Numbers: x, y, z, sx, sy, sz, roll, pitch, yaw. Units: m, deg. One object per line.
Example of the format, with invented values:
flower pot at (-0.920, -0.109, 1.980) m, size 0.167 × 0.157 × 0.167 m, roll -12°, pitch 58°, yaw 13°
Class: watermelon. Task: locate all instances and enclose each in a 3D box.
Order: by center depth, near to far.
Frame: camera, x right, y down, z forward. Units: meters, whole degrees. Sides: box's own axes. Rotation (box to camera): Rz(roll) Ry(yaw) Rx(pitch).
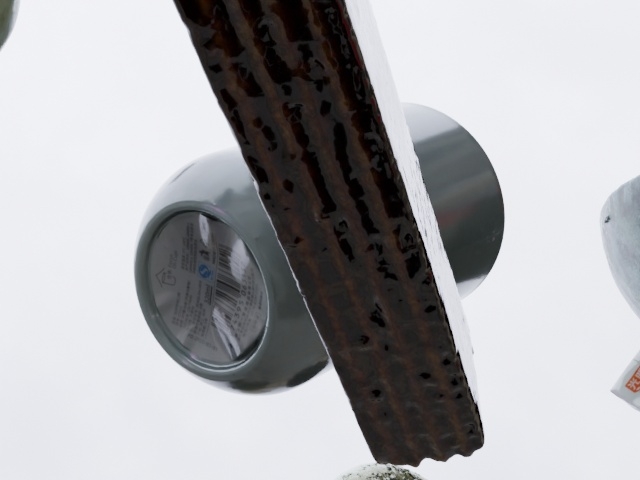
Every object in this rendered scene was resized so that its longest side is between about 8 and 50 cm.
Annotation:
watermelon at (0.432, -0.006, 1.120) m, size 0.213 × 0.320 × 0.290 m, roll -30°, pitch -48°, yaw -8°

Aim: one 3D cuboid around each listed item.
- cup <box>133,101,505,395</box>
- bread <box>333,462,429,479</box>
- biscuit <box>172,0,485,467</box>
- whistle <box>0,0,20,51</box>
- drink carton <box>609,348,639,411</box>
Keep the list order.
cup at (0.000, 0.000, 0.892) m, size 0.312 × 0.205 × 0.206 m, roll -21°, pitch -46°, yaw -52°
bread at (0.105, 0.322, 1.003) m, size 0.267 × 0.267 × 0.040 m, roll 32°, pitch -62°, yaw -25°
biscuit at (0.013, -0.036, 0.546) m, size 0.073 × 0.107 × 0.388 m, roll -12°, pitch -52°, yaw 12°
whistle at (-0.229, -0.192, 0.618) m, size 0.126 × 0.067 × 0.258 m, roll 11°, pitch -106°, yaw 8°
drink carton at (0.550, 0.241, 1.380) m, size 0.131 × 0.315 × 0.106 m, roll -53°, pitch -46°, yaw 1°
